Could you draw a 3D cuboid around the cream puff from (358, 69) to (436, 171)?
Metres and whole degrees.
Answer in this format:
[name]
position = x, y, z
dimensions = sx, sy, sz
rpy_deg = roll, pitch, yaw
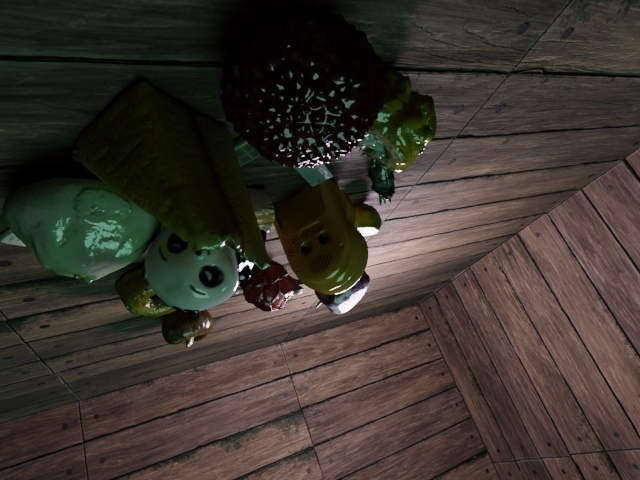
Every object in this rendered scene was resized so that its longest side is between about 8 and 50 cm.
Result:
[cream puff]
position = 0.152, -0.278, 0.911
dimensions = 0.194, 0.221, 0.195
rpy_deg = -59, -176, 6

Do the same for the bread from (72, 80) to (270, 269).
[bread]
position = -0.268, -0.068, 0.773
dimensions = 0.245, 0.361, 0.233
rpy_deg = -33, 156, 20

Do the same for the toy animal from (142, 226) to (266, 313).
[toy animal]
position = -0.254, 0.030, 0.933
dimensions = 0.212, 0.212, 0.267
rpy_deg = -35, -172, 30

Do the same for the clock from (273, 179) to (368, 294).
[clock]
position = 0.000, 0.000, 1.236
dimensions = 0.244, 0.317, 0.200
rpy_deg = -30, 150, 21

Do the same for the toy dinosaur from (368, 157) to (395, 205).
[toy dinosaur]
position = 0.179, -0.217, 1.227
dimensions = 0.079, 0.120, 0.292
rpy_deg = -12, 134, 5

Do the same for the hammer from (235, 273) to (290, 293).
[hammer]
position = -0.336, 0.204, 1.758
dimensions = 0.427, 0.044, 0.152
rpy_deg = -3, 152, -35

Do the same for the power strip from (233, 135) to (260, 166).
[power strip]
position = -0.187, -0.204, 0.970
dimensions = 0.169, 0.028, 0.076
rpy_deg = -27, 158, 12

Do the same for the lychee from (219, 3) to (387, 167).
[lychee]
position = -0.021, -0.251, 0.710
dimensions = 0.300, 0.264, 0.264
rpy_deg = 9, 143, -44

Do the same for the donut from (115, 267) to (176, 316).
[donut]
position = -0.542, 0.168, 1.403
dimensions = 0.272, 0.107, 0.272
rpy_deg = -21, 157, -9

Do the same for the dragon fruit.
[dragon fruit]
position = -0.191, 0.178, 1.605
dimensions = 0.274, 0.193, 0.192
rpy_deg = 28, 175, -35

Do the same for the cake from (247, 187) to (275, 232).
[cake]
position = -0.181, -0.059, 1.201
dimensions = 0.090, 0.109, 0.225
rpy_deg = -17, 157, -13

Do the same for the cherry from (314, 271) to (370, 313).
[cherry]
position = 0.089, 0.222, 1.947
dimensions = 0.296, 0.218, 0.255
rpy_deg = -30, 151, 5

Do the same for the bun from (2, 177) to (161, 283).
[bun]
position = -0.481, -0.008, 0.859
dimensions = 0.293, 0.187, 0.293
rpy_deg = -4, 169, -1

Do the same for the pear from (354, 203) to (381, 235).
[pear]
position = 0.146, -0.076, 1.474
dimensions = 0.141, 0.104, 0.141
rpy_deg = 2, 166, 1

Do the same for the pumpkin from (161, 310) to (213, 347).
[pumpkin]
position = -0.572, 0.382, 1.791
dimensions = 0.219, 0.162, 0.219
rpy_deg = -15, 158, -6

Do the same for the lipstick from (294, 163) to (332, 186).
[lipstick]
position = -0.048, -0.219, 0.998
dimensions = 0.076, 0.077, 0.290
rpy_deg = -27, 158, 12

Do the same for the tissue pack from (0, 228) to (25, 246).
[tissue pack]
position = -0.672, -0.023, 0.949
dimensions = 0.108, 0.023, 0.056
rpy_deg = -29, 157, 17
